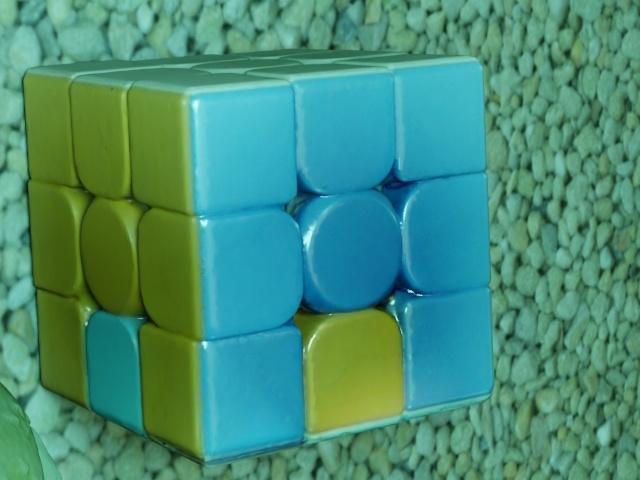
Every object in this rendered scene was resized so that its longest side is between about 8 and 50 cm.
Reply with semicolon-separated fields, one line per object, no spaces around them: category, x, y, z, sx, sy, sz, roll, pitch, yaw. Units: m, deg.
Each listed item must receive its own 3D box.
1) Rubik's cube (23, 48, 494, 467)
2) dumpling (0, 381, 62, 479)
Rubik's cube;-0.054;-0.005;1.633;0.290;0.291;0.291;-10;103;-33
dumpling;-0.294;0.220;1.457;0.270;0.212;0.320;35;63;0
